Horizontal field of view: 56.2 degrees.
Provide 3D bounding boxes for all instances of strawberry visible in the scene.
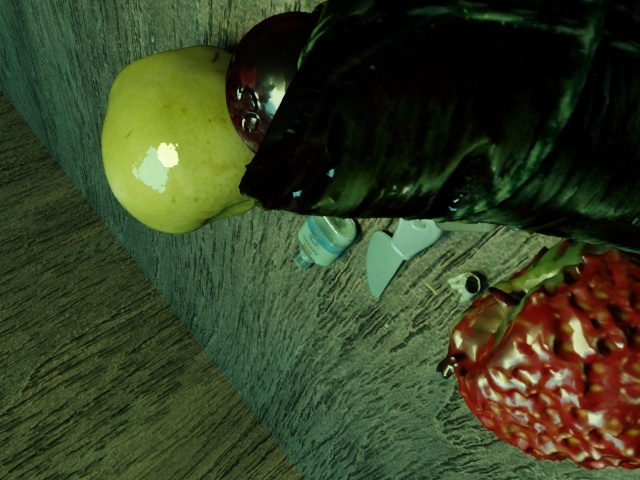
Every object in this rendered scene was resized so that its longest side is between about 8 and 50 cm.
[{"bbox_3d":[0.268,0.112,0.567,0.257,0.261,0.261,53,153,2],"label":"strawberry"}]

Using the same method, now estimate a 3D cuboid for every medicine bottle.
[{"bbox_3d":[0.000,0.000,1.082,0.090,0.054,0.208,52,153,7],"label":"medicine bottle"}]

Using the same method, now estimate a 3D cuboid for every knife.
[{"bbox_3d":[0.113,0.014,0.944,0.080,0.044,0.331,50,156,10],"label":"knife"}]

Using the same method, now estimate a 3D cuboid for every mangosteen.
[{"bbox_3d":[-0.019,-0.186,0.749,0.210,0.210,0.210,39,148,30],"label":"mangosteen"}]

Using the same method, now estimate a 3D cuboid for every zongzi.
[{"bbox_3d":[0.161,-0.122,0.465,0.362,0.383,0.319,20,143,-8],"label":"zongzi"}]

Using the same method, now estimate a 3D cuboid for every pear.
[{"bbox_3d":[-0.208,-0.167,0.983,0.309,0.309,0.309,39,148,30],"label":"pear"}]

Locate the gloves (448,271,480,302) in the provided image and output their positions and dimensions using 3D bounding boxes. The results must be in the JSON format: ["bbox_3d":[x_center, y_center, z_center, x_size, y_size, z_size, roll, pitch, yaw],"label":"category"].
[{"bbox_3d":[0.206,0.066,0.841,0.081,0.037,0.044,175,100,-76],"label":"gloves"}]

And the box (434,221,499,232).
[{"bbox_3d":[0.146,-0.126,0.710,0.103,0.055,0.244,6,126,55],"label":"box"}]
